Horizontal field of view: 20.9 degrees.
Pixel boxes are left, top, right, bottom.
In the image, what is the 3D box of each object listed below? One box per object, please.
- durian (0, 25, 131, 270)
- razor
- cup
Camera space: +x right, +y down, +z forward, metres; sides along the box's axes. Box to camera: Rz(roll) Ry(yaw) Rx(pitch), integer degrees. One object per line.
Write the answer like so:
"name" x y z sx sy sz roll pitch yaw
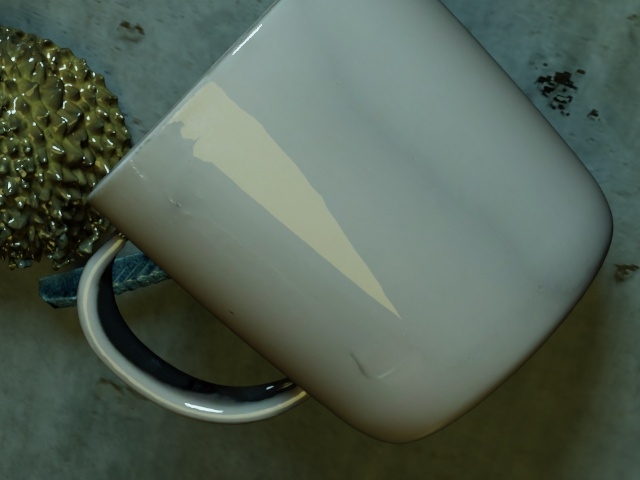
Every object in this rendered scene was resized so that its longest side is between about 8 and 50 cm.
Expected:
"durian" -0.193 -0.053 0.995 0.148 0.091 0.188 -3 116 27
"razor" -0.081 0.014 1.013 0.190 0.033 0.066 -11 146 24
"cup" 0.000 0.000 0.865 0.200 0.191 0.253 45 106 -7
